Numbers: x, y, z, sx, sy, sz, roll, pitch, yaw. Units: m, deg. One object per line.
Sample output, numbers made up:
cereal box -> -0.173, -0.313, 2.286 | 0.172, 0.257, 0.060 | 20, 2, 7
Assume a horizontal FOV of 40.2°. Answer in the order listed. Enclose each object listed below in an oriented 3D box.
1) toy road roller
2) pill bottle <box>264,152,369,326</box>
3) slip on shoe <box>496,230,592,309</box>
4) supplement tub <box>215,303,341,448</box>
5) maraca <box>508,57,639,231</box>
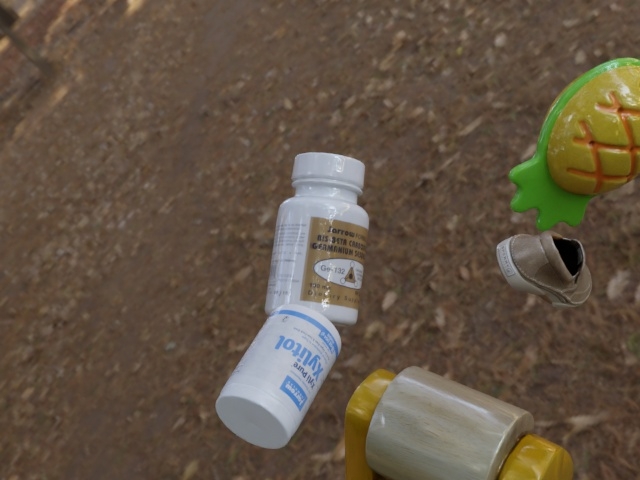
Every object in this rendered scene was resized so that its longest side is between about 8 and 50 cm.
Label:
toy road roller -> 0.171, 0.255, 0.955 | 0.202, 0.330, 0.240 | 19, 41, 31
pill bottle -> 0.000, 0.000, 1.227 | 0.131, 0.131, 0.229 | -4, 76, 54
slip on shoe -> 0.177, 0.018, 0.642 | 0.041, 0.135, 0.051 | -28, 62, 31
supplement tub -> -0.033, 0.112, 0.735 | 0.071, 0.071, 0.107 | -19, 29, 43
maraca -> 0.260, -0.091, 0.847 | 0.186, 0.127, 0.099 | -51, 28, 13
